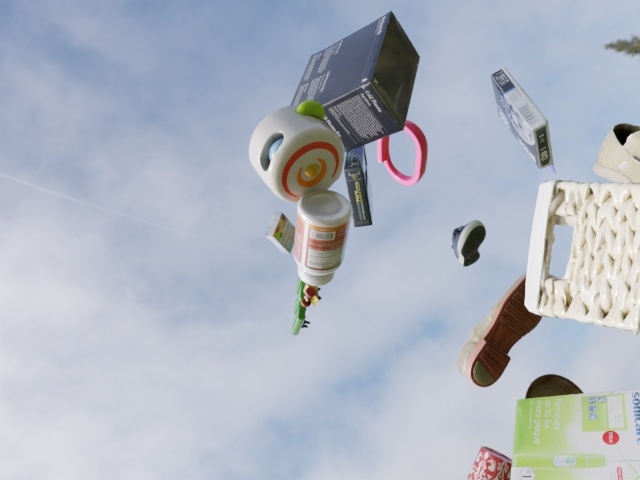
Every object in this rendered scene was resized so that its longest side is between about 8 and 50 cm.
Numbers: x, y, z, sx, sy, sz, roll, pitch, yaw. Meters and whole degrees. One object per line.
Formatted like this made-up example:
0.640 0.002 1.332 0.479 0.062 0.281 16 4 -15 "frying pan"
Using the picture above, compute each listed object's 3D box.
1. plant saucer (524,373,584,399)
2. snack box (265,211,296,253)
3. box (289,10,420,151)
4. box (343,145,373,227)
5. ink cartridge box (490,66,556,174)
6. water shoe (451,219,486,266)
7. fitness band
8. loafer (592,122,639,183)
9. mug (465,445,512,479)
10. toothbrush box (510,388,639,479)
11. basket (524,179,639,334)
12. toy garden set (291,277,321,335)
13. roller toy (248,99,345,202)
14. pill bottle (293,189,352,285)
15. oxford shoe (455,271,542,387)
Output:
0.599 0.443 1.234 0.199 0.198 0.036 -34 -14 -26 "plant saucer"
-0.136 -0.027 1.753 0.141 0.037 0.100 52 -128 -54 "snack box"
0.097 -0.444 1.432 0.179 0.313 0.343 43 -131 -34 "box"
0.116 -0.171 1.452 0.059 0.232 0.183 -7 -62 10 "box"
0.480 -0.272 1.151 0.045 0.206 0.208 -28 -37 15 "ink cartridge box"
0.352 -0.003 1.200 0.073 0.080 0.203 -27 -30 -5 "water shoe"
0.311 -0.337 1.860 0.054 0.209 0.290 -40 -34 -25 "fitness band"
0.500 -0.119 0.718 0.102 0.268 0.091 -11 -70 -3 "loafer"
0.430 0.628 1.249 0.150 0.113 0.169 30 -99 -56 "mug"
0.546 0.425 0.970 0.122 0.283 0.206 51 -137 -22 "toothbrush box"
0.264 0.015 0.376 0.167 0.103 0.113 6 -89 -18 "basket"
-0.030 0.120 1.381 0.049 0.244 0.203 10 -36 -8 "toy garden set"
-0.049 -0.186 1.087 0.191 0.146 0.209 -30 -37 -12 "roller toy"
0.000 0.000 1.116 0.121 0.121 0.216 -26 -37 -31 "pill bottle"
0.536 0.243 1.463 0.140 0.146 0.397 42 -98 -13 "oxford shoe"
